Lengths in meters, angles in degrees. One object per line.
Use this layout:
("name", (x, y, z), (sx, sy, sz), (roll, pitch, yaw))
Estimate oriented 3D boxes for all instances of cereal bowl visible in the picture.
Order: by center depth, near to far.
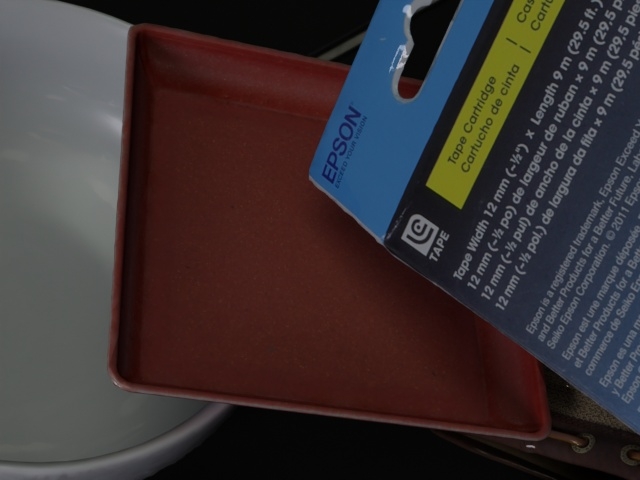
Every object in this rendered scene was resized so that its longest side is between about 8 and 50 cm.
("cereal bowl", (-0.190, 0.015, 0.807), (0.339, 0.141, 0.339), (12, 53, -16))

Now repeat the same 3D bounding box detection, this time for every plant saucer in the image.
("plant saucer", (0.000, 0.000, 0.779), (0.259, 0.047, 0.258), (10, 54, -18))

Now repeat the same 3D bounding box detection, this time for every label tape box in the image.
("label tape box", (0.184, -0.049, 0.673), (0.348, 0.249, 0.115), (38, 27, 29))

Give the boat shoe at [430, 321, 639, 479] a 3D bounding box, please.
("boat shoe", (0.219, 0.160, 0.756), (0.342, 0.123, 0.123), (31, 73, 22))
